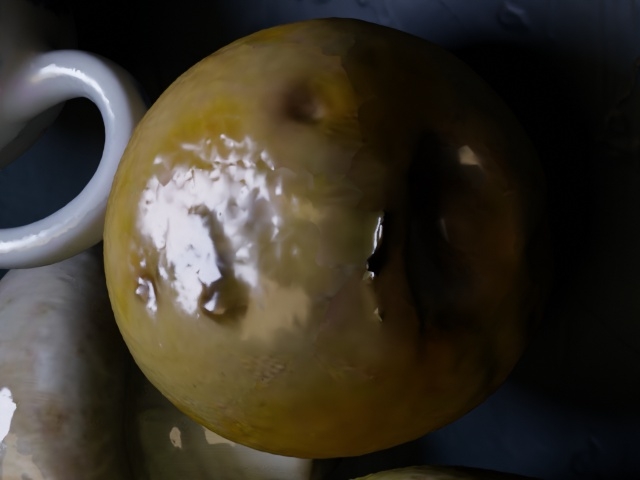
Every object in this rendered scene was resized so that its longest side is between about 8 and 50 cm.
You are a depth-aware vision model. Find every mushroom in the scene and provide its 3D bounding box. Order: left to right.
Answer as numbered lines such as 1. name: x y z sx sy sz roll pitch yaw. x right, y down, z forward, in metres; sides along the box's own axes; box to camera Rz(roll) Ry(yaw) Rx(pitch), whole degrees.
1. mushroom: -0.104 0.116 1.076 0.244 0.243 0.243 21 127 31

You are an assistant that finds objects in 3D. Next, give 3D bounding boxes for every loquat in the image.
1. loquat: 0.000 0.000 0.899 0.244 0.244 0.243 21 127 31

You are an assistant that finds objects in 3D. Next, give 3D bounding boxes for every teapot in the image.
1. teapot: -0.234 -0.163 1.011 0.280 0.252 0.424 -40 68 10

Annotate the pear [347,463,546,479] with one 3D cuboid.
1. pear: 0.076 0.283 0.923 0.348 0.348 0.348 21 127 31
